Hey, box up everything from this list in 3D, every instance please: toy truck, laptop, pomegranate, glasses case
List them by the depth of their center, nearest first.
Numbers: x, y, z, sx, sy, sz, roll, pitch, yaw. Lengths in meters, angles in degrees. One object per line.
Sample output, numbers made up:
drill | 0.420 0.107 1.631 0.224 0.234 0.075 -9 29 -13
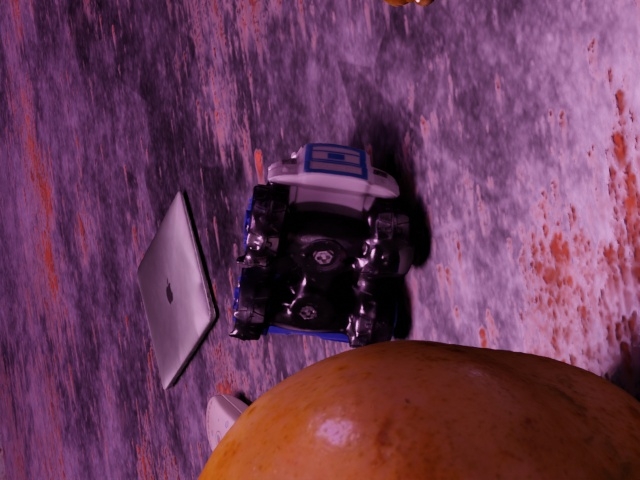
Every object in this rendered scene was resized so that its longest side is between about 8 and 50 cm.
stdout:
pomegranate | 0.100 0.270 1.134 0.417 0.417 0.416 172 90 -67
toy truck | 0.000 0.000 1.591 0.177 0.161 0.213 -89 8 -53
glasses case | -0.090 0.245 1.972 0.204 0.051 0.081 -150 55 -62
laptop | -0.197 0.071 2.216 0.269 0.015 0.187 126 132 -59

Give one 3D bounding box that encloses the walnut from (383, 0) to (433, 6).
walnut | 0.060 -0.272 1.427 0.170 0.069 0.143 -162 65 -68
